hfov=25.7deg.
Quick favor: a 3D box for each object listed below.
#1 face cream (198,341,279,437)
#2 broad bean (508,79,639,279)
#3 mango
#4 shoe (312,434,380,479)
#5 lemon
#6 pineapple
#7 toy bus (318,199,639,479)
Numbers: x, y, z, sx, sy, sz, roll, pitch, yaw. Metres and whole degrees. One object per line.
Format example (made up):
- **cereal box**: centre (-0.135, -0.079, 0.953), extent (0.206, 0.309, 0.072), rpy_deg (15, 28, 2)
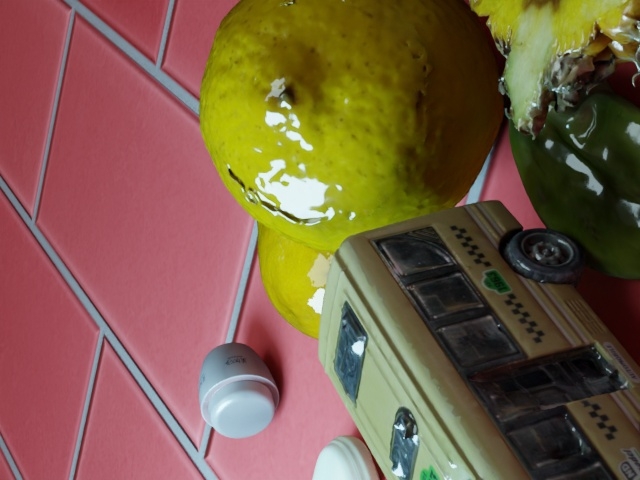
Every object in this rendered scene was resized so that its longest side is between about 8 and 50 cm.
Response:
- **face cream**: centre (-0.097, 0.172, 1.617), extent (0.095, 0.091, 0.091), rpy_deg (-111, 37, -48)
- **broad bean**: centre (0.221, -0.052, 1.102), extent (0.206, 0.072, 0.153), rpy_deg (-122, 28, -43)
- **mango**: centre (0.000, 0.000, 1.452), extent (0.317, 0.119, 0.176), rpy_deg (-122, 42, -58)
- **shoe**: centre (-0.002, 0.332, 1.414), extent (0.095, 0.110, 0.265), rpy_deg (-7, 83, 61)
- **lemon**: centre (0.028, -0.123, 1.250), extent (0.293, 0.293, 0.293), rpy_deg (-12, 76, 60)
- **pineapple**: centre (0.218, -0.152, 1.045), extent (0.250, 0.140, 0.164), rpy_deg (-1, 82, 61)
- **toy bus**: centre (0.143, 0.142, 1.053), extent (0.365, 0.202, 0.177), rpy_deg (-123, 32, -45)
